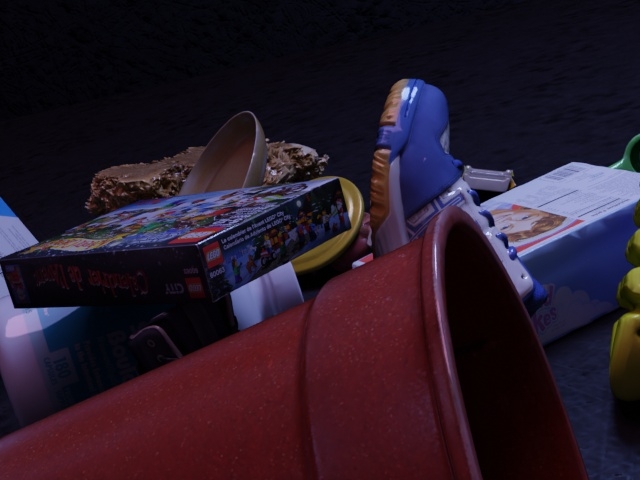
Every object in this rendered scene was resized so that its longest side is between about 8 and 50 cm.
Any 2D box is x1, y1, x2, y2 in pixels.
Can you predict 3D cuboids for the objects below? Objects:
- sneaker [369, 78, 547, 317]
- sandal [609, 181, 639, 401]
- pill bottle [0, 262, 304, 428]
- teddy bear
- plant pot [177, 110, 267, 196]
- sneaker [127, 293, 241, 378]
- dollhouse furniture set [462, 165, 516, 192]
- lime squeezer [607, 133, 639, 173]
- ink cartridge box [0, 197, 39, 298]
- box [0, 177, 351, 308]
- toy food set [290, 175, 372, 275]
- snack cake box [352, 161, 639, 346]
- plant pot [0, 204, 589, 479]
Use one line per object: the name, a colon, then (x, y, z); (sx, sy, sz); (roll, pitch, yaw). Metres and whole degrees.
sneaker: (0.102, 0.020, 0.910); (0.131, 0.296, 0.112); (-2, -16, 7)
sandal: (0.299, -0.031, 0.879); (0.138, 0.317, 0.126); (10, -1, 13)
pill bottle: (-0.149, 0.081, 1.085); (0.264, 0.146, 0.146); (-19, 17, -9)
teddy bear: (-0.148, -0.067, 1.661); (0.245, 0.113, 0.338); (5, 18, 34)
plant pot: (-0.124, -0.039, 1.419); (0.236, 0.032, 0.236); (-48, 25, 33)
sneaker: (-0.051, 0.119, 0.855); (0.086, 0.163, 0.226); (-27, 22, -37)
dollhouse furniture set: (0.157, -0.059, 1.462); (0.152, 0.058, 0.076); (7, 13, 7)
lime squeezer: (0.371, -0.103, 1.355); (0.310, 0.058, 0.110); (-26, 20, -26)
ink cartridge box: (-0.436, 0.058, 1.297); (0.168, 0.171, 0.232); (-36, 5, 32)
box: (-0.115, 0.003, 0.942); (0.233, 0.044, 0.159); (-4, 16, 41)
toy food set: (0.000, 0.000, 1.354); (0.218, 0.071, 0.128); (-15, 49, 27)
snack cake box: (0.181, 0.021, 1.076); (0.264, 0.089, 0.152); (-23, 20, -22)
plant pot: (-0.016, 0.153, 0.585); (0.265, 0.272, 0.272); (-19, 16, 16)
